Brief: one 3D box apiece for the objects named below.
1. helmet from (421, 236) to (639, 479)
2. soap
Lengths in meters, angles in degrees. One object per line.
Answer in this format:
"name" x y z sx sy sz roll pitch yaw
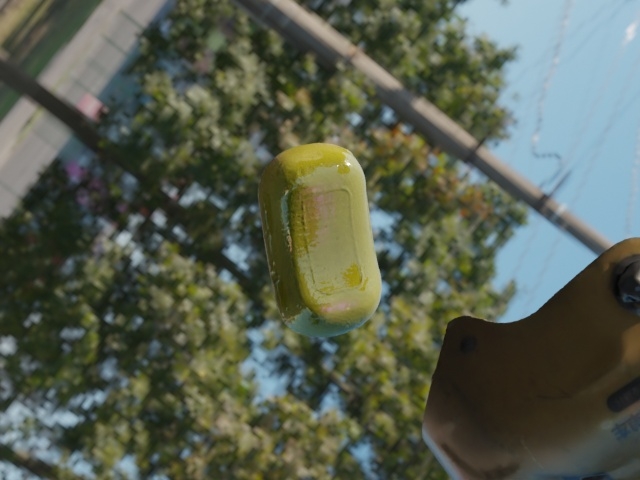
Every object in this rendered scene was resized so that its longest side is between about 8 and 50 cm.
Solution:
"helmet" 0.172 0.098 0.777 0.224 0.130 0.198 -19 155 -2
"soap" -0.001 0.000 1.005 0.089 0.140 0.045 -11 -175 -28
